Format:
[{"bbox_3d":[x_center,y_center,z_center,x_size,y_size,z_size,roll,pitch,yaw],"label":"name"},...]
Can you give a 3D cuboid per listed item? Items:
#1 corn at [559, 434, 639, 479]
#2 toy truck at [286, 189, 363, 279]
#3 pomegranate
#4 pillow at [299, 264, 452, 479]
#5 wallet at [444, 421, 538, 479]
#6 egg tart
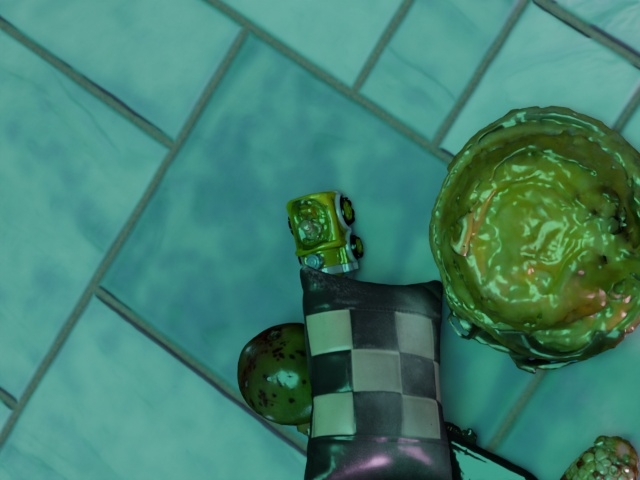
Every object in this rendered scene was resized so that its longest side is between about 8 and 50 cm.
[{"bbox_3d":[0.259,0.321,1.818,0.086,0.086,0.253,35,99,17],"label":"corn"},{"bbox_3d":[0.000,0.000,1.918,0.076,0.077,0.111,-15,85,20],"label":"toy truck"},{"bbox_3d":[-0.035,0.156,1.907,0.130,0.130,0.130,0,90,20],"label":"pomegranate"},{"bbox_3d":[0.059,0.152,1.831,0.106,0.186,0.250,-29,57,54],"label":"pillow"},{"bbox_3d":[0.137,0.331,1.885,0.149,0.044,0.250,28,99,15],"label":"wallet"},{"bbox_3d":[0.231,0.001,1.818,0.291,0.107,0.291,0,89,21],"label":"egg tart"}]
